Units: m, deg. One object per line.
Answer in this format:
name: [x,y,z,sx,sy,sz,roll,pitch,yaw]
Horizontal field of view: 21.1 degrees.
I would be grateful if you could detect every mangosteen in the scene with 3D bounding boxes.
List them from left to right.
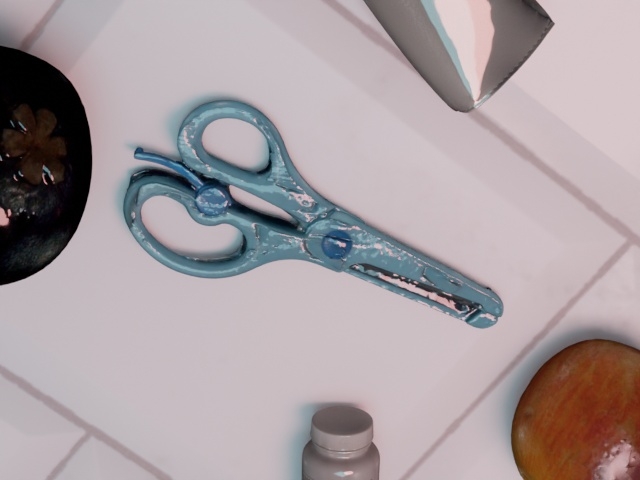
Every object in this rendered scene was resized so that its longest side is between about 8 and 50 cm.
mangosteen: [-0.321,-0.059,1.526,0.243,0.243,0.243,0,114,-1]

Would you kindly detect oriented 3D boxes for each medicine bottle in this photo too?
medicine bottle: [0.020,0.241,1.722,0.079,0.079,0.140,1,113,-1]

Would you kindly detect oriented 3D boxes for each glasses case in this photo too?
glasses case: [0.077,-0.265,1.500,0.128,0.083,0.308,-34,110,7]

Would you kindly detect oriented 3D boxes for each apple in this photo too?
apple: [0.284,0.198,1.679,0.173,0.160,0.195,-45,115,-6]

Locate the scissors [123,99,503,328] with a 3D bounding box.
scissors: [0.000,0.000,1.641,0.393,0.032,0.180,25,112,-11]
